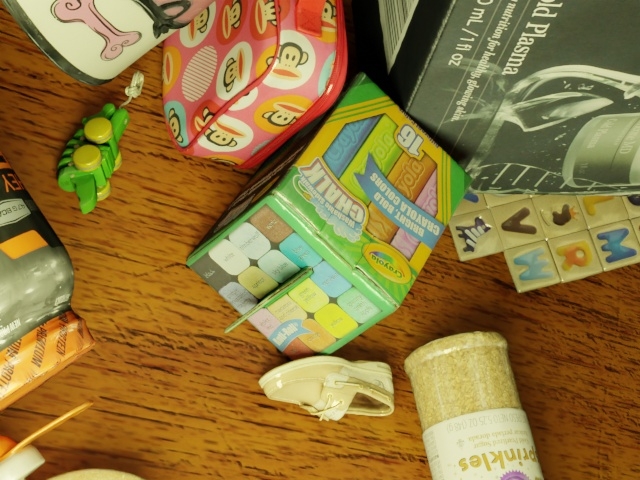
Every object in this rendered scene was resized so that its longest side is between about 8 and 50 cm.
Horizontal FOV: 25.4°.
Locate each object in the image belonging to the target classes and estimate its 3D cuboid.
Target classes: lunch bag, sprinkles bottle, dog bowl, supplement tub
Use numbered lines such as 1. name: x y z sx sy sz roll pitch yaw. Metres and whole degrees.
1. lunch bag: -0.065 -0.248 1.516 0.120 0.258 0.293 15 58 -31
2. sprinkles bottle: 0.183 0.279 1.508 0.121 0.121 0.355 4 63 -37
3. dog bowl: -0.229 -0.368 1.388 0.408 0.150 0.408 -19 90 -79
4. supplement tub: -0.348 -0.009 1.195 0.207 0.207 0.338 -32 88 -44

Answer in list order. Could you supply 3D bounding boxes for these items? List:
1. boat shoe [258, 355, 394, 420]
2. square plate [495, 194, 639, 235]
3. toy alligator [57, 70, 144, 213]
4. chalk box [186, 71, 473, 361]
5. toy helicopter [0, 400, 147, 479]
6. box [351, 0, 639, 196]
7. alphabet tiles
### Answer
1. boat shoe: 0.014 0.159 1.483 0.170 0.063 0.059 4 58 -37
2. square plate: 0.338 -0.181 1.852 0.344 0.049 0.347 -18 74 -14
3. toy alligator: -0.230 -0.104 1.452 0.051 0.056 0.190 6 53 11
4. chalk box: 0.000 0.000 1.484 0.179 0.180 0.289 43 48 -10
5. toy helicopter: -0.280 0.266 1.153 0.355 0.140 0.235 -6 76 -27
6. box: 0.314 -0.278 1.577 0.471 0.480 0.297 -1 65 -10
7. alphabet tiles: 0.306 -0.091 1.781 0.342 0.011 0.285 -13 72 -13
